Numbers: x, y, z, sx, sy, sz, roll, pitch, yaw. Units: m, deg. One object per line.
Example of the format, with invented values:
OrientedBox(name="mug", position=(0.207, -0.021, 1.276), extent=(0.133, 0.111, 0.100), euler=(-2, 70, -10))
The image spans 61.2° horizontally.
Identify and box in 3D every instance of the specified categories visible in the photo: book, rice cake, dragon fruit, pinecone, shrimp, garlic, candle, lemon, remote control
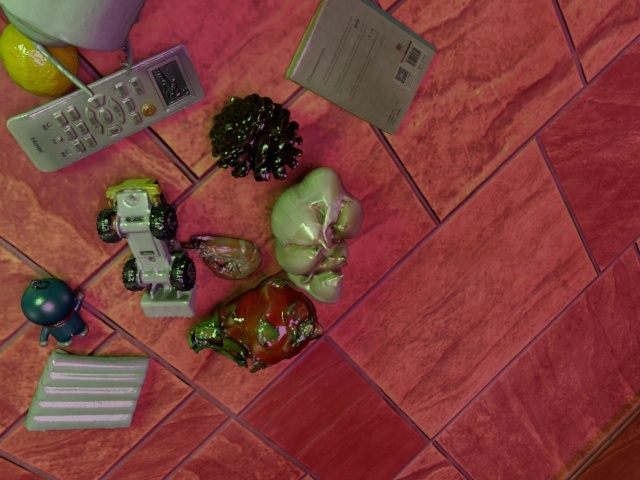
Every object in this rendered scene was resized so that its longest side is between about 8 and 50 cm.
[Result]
OrientedBox(name="book", position=(0.092, -0.362, 1.100), extent=(0.283, 0.025, 0.214), euler=(23, 98, -31))
OrientedBox(name="rice cake", position=(-0.468, 0.307, 1.098), extent=(0.198, 0.037, 0.189), euler=(17, 103, -30))
OrientedBox(name="dragon fruit", position=(-0.133, 0.188, 1.113), extent=(0.269, 0.200, 0.198), euler=(-21, 107, -16))
OrientedBox(name="pinecone", position=(-0.107, -0.181, 1.007), extent=(0.165, 0.163, 0.163), euler=(24, 99, -49))
OrientedBox(name="shrimp", position=(-0.205, 0.032, 1.118), extent=(0.180, 0.041, 0.099), euler=(16, 117, -31))
OrientedBox(name="garlic", position=(-0.014, -0.008, 1.095), extent=(0.185, 0.203, 0.281), euler=(12, 109, -11))
OrientedBox(name="candle", position=(-0.319, -0.388, 0.702), extent=(0.221, 0.221, 0.342), euler=(26, 119, -31))
OrientedBox(name="lemon", position=(-0.431, -0.284, 0.831), extent=(0.109, 0.109, 0.133), euler=(-13, 141, -20))
OrientedBox(name="remote control", position=(-0.359, -0.230, 0.924), extent=(0.313, 0.055, 0.109), euler=(-31, 137, -15))

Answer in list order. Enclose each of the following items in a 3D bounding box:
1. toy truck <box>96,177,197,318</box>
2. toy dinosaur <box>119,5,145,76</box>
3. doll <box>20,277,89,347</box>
OrientedBox(name="toy truck", position=(-0.308, 0.019, 1.012), extent=(0.136, 0.111, 0.285), euler=(-2, 125, 9))
OrientedBox(name="toy dinosaur", position=(-0.323, -0.364, 0.871), extent=(0.082, 0.039, 0.208), euler=(-6, 91, 7))
OrientedBox(name="doll", position=(-0.488, 0.128, 0.993), extent=(0.114, 0.085, 0.152), euler=(-38, 133, -24))
